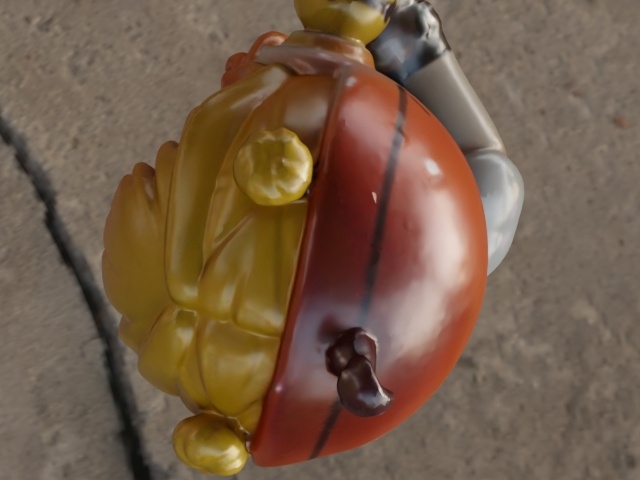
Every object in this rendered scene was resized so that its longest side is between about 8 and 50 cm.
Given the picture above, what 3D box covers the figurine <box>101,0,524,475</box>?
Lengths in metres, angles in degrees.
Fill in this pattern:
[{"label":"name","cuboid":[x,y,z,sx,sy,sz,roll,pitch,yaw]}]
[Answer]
[{"label":"figurine","cuboid":[0.005,0.001,0.806,0.323,0.196,0.320,-40,145,-62]}]
